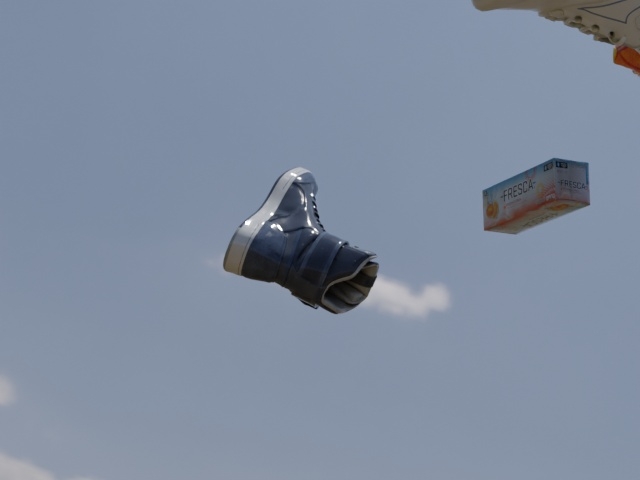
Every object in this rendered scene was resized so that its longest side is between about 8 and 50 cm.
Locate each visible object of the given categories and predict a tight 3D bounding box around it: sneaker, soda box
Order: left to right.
[{"bbox_3d":[-0.001,0.002,1.947,0.163,0.226,0.086,20,-57,9],"label":"sneaker"},{"bbox_3d":[0.291,-0.058,2.257,0.058,0.063,0.183,6,-15,-26],"label":"soda box"},{"bbox_3d":[0.293,-0.255,1.707,0.297,0.129,0.111,-8,16,-17],"label":"sneaker"},{"bbox_3d":[0.482,-0.251,2.349,0.175,0.064,0.067,22,-26,-34],"label":"sneaker"}]
